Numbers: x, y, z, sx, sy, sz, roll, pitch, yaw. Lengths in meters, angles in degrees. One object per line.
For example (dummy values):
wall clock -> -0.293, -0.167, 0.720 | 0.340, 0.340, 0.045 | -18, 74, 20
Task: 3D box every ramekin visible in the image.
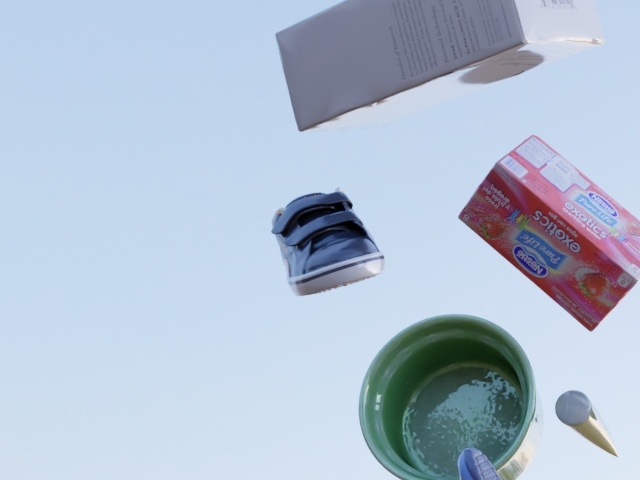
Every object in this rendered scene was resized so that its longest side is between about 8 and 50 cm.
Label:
ramekin -> 0.230, 0.290, 2.175 | 0.303, 0.303, 0.148 | 0, -26, 24

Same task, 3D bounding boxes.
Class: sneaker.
sneaker -> 0.000, 0.000, 1.726 | 0.126, 0.127, 0.321 | -16, 3, -9
sneaker -> 0.148, 0.264, 1.192 | 0.059, 0.144, 0.053 | -22, -14, 27

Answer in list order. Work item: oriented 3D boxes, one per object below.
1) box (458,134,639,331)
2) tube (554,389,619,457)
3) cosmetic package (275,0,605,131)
box -> 0.404, -0.017, 2.162 | 0.300, 0.154, 0.142 | 41, -49, 11
tube -> 0.459, 0.312, 2.213 | 0.062, 0.070, 0.240 | -1, -22, 24
cosmetic package -> 0.153, -0.273, 1.749 | 0.385, 0.156, 0.217 | -20, -7, 41
